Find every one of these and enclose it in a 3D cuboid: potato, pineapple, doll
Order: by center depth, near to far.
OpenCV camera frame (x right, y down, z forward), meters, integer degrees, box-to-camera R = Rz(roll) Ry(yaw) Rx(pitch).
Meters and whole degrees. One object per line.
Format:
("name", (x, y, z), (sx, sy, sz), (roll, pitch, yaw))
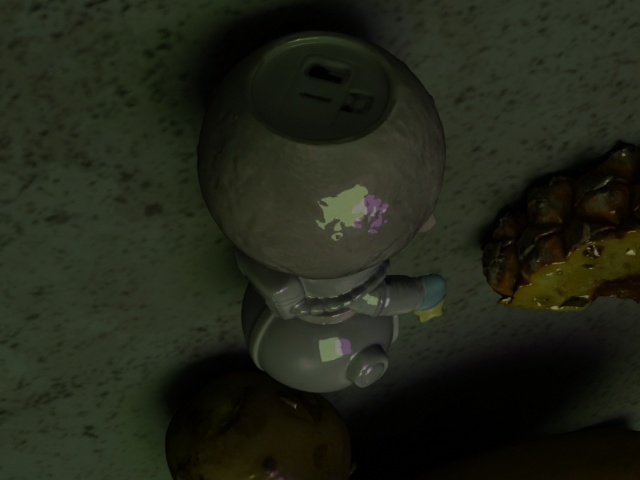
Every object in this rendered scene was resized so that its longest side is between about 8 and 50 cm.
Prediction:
("doll", (0.000, 0.000, 1.084), (0.151, 0.151, 0.287), (-13, 146, -10))
("pineapple", (0.236, -0.009, 1.234), (0.233, 0.079, 0.135), (0, 137, -25))
("potato", (-0.039, 0.169, 1.291), (0.137, 0.137, 0.176), (-29, 144, 11))

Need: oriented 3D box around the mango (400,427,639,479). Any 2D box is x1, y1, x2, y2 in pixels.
("mango", (0.115, 0.287, 1.387), (0.445, 0.220, 0.301), (-27, 156, 18))
